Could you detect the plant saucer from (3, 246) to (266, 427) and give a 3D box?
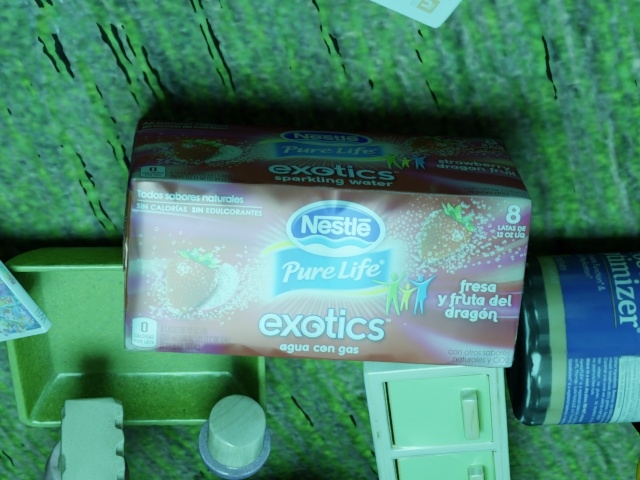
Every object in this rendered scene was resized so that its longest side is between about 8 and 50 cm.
[{"bbox_3d":[-0.134,0.064,1.445,0.188,0.045,0.188,-1,138,-1],"label":"plant saucer"}]

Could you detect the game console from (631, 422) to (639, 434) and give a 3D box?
[{"bbox_3d":[0.430,0.114,1.523,0.361,0.044,0.213,-21,135,20],"label":"game console"}]

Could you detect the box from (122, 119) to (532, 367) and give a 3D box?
[{"bbox_3d":[0.000,0.000,1.290,0.257,0.128,0.122,3,111,-5],"label":"box"}]

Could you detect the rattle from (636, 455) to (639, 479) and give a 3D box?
[{"bbox_3d":[0.218,0.261,1.666,0.200,0.130,0.143,-5,135,46],"label":"rattle"}]

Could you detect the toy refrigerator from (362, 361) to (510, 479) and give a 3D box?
[{"bbox_3d":[0.093,0.150,1.514,0.102,0.094,0.269,-5,138,4],"label":"toy refrigerator"}]

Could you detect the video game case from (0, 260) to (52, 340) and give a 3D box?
[{"bbox_3d":[-0.251,0.022,1.370,0.087,0.011,0.122,-12,123,44],"label":"video game case"}]

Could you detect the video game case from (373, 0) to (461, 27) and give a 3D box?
[{"bbox_3d":[0.045,-0.224,1.142,0.183,0.023,0.201,20,134,-23],"label":"video game case"}]

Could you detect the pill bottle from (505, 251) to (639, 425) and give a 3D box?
[{"bbox_3d":[0.245,0.068,1.403,0.219,0.122,0.122,-2,139,-3],"label":"pill bottle"}]

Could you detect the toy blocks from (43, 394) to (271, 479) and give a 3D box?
[{"bbox_3d":[-0.155,0.281,1.469,0.309,0.288,0.260,-2,153,-7],"label":"toy blocks"}]
